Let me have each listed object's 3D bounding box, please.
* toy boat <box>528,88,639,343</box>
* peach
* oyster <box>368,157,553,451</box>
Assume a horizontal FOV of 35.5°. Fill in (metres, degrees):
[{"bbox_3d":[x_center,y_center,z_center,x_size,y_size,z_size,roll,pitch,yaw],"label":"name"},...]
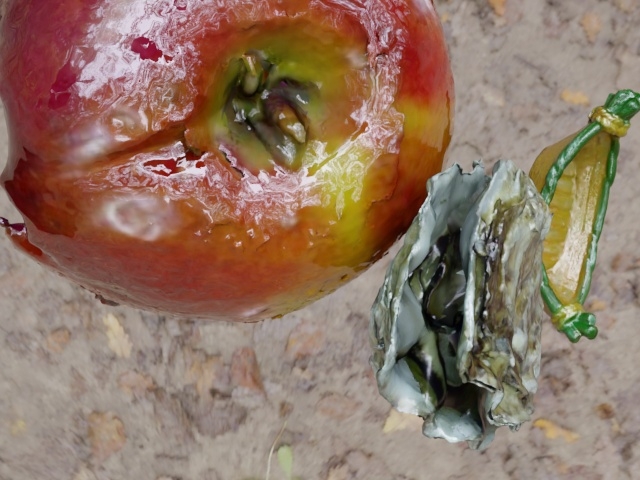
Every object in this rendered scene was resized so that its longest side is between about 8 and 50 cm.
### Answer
[{"bbox_3d":[0.232,-0.024,0.900,0.089,0.088,0.229,8,92,-38],"label":"toy boat"},{"bbox_3d":[-0.075,-0.106,0.778,0.353,0.416,0.338,0,97,-21],"label":"peach"},{"bbox_3d":[0.096,0.037,0.666,0.112,0.268,0.198,5,81,17],"label":"oyster"}]
